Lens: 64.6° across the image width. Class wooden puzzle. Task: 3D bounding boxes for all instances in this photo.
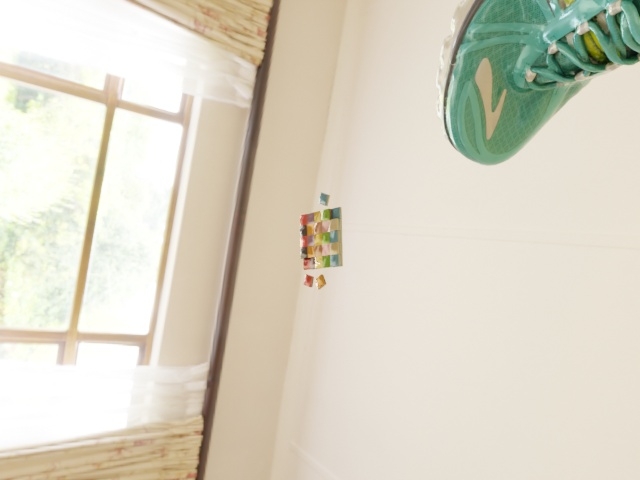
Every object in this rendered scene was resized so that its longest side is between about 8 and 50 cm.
[{"bbox_3d":[0.000,0.000,0.432,0.049,0.006,0.083,-10,-101,48],"label":"wooden puzzle"}]

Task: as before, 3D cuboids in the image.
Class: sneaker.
[{"bbox_3d":[0.160,-0.141,0.292,0.275,0.107,0.109,122,-28,-47],"label":"sneaker"}]
